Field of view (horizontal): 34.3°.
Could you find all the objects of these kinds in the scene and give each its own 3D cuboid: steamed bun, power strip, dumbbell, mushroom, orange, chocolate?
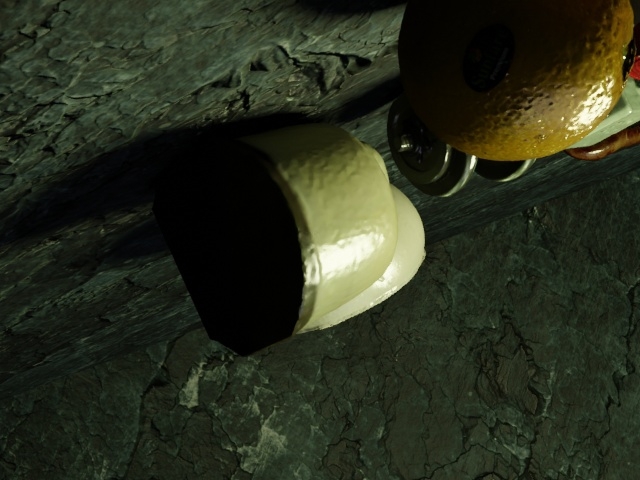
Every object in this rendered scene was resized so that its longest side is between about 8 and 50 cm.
[{"bbox_3d":[0.000,0.000,1.912,0.374,0.241,0.374,-21,-163,7],"label":"steamed bun"},{"bbox_3d":[0.535,-0.278,1.936,0.224,0.139,0.140,-29,167,39],"label":"power strip"},{"bbox_3d":[0.235,-0.176,1.684,0.289,0.192,0.192,-14,168,-35],"label":"dumbbell"},{"bbox_3d":[0.619,-0.285,2.215,0.227,0.148,0.218,-28,154,-19],"label":"mushroom"},{"bbox_3d":[0.227,-0.222,1.212,0.274,0.274,0.274,-21,170,-4],"label":"orange"},{"bbox_3d":[-0.039,-0.021,1.610,0.297,0.314,0.326,-19,172,-44],"label":"chocolate"}]

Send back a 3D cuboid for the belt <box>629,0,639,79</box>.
[{"bbox_3d":[0.562,-0.342,1.718,0.128,0.124,0.201,-5,174,27],"label":"belt"}]
